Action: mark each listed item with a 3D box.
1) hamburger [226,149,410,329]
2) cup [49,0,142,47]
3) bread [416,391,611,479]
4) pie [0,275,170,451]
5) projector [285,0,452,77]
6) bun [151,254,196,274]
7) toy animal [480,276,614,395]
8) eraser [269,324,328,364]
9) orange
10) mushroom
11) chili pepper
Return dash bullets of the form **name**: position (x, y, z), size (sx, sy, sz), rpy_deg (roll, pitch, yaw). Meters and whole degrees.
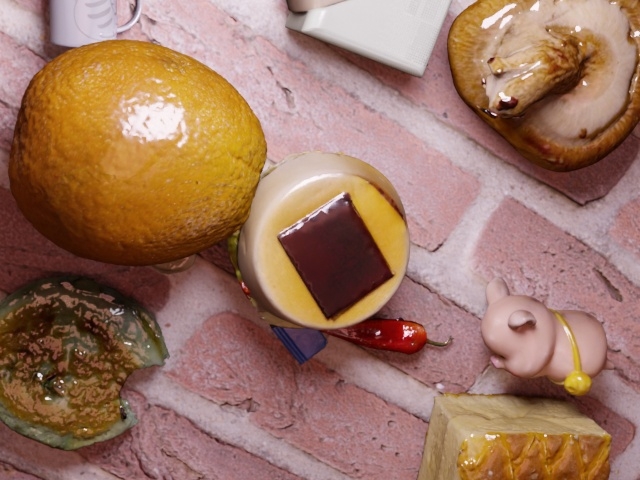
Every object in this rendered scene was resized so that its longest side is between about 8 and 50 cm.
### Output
- **hamburger**: position (0.000, 0.000, 1.698), size (0.302, 0.170, 0.301), rpy_deg (-3, 103, -14)
- **cup**: position (-0.330, -0.351, 1.577), size (0.136, 0.099, 0.133), rpy_deg (1, 103, -10)
- **bread**: position (0.325, 0.419, 1.849), size (0.279, 0.207, 0.278), rpy_deg (8, 103, -13)
- **pie**: position (-0.401, 0.195, 1.720), size (0.303, 0.067, 0.302), rpy_deg (-3, 104, -11)
- **projector**: position (0.067, -0.369, 1.620), size (0.243, 0.163, 0.177), rpy_deg (17, 99, -17)
- **bun**: position (-0.236, 0.013, 1.712), size (0.086, 0.055, 0.086), rpy_deg (-1, 82, 4)
- **toy animal**: position (0.389, 0.175, 1.828), size (0.248, 0.165, 0.149), rpy_deg (23, 94, -22)
- **eraser**: position (-0.035, 0.157, 1.803), size (0.063, 0.027, 0.084), rpy_deg (-37, 108, -2)
- **orange**: position (-0.256, -0.120, 1.541), size (0.357, 0.322, 0.322), rpy_deg (10, 102, -20)
- **mushroom**: position (0.371, -0.262, 1.655), size (0.346, 0.259, 0.345), rpy_deg (-3, 105, -10)
- **chili pepper**: position (0.105, 0.159, 1.816), size (0.268, 0.050, 0.059), rpy_deg (12, 121, -22)
